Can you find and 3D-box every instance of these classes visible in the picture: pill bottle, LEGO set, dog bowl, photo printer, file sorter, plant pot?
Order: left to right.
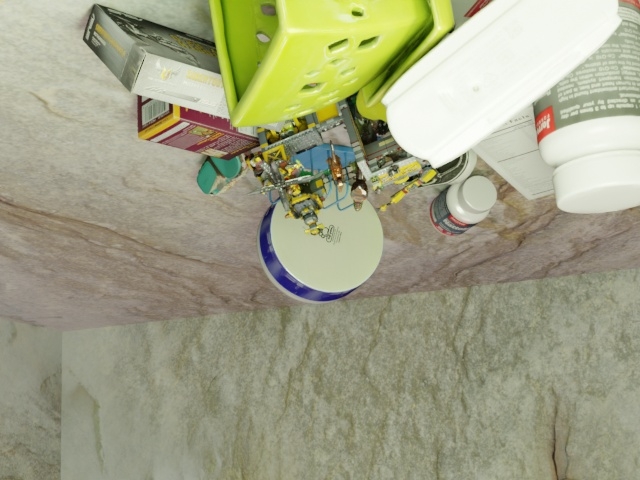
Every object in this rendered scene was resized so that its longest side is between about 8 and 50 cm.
[{"bbox_3d":[-0.008,-0.125,1.721,0.170,0.104,0.118,5,163,-29],"label":"file sorter"},{"bbox_3d":[0.000,0.000,1.893,0.265,0.264,0.104,2,162,-20],"label":"dog bowl"},{"bbox_3d":[0.008,-0.267,0.931,0.207,0.228,0.227,-5,165,-21],"label":"plant pot"},{"bbox_3d":[0.053,-0.105,1.393,0.332,0.192,0.255,-17,143,3],"label":"LEGO set"},{"bbox_3d":[0.326,-0.081,1.975,0.108,0.107,0.180,0,165,-14],"label":"pill bottle"},{"bbox_3d":[0.193,-0.188,0.986,0.256,0.107,0.307,-38,179,10],"label":"photo printer"},{"bbox_3d":[0.372,-0.190,1.185,0.161,0.283,0.161,-3,166,-1],"label":"pill bottle"}]

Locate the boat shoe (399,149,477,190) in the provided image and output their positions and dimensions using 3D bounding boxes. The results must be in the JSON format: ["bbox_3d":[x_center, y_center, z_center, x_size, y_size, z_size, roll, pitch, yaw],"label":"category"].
[{"bbox_3d":[0.226,-0.145,1.753,0.070,0.077,0.219,4,166,-31],"label":"boat shoe"}]

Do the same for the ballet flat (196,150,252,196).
[{"bbox_3d":[-0.174,-0.151,1.664,0.077,0.091,0.241,-31,-176,-27],"label":"ballet flat"}]

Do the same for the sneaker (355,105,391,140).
[{"bbox_3d":[0.082,-0.202,1.523,0.073,0.063,0.162,-7,166,26],"label":"sneaker"}]

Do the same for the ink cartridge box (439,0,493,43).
[{"bbox_3d":[0.230,-0.291,1.128,0.151,0.063,0.109,8,138,-38],"label":"ink cartridge box"}]

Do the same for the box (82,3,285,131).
[{"bbox_3d":[-0.174,-0.227,1.145,0.231,0.056,0.183,10,-156,-40],"label":"box"}]

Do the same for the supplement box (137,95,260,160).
[{"bbox_3d":[-0.193,-0.199,1.422,0.188,0.080,0.104,10,159,-44],"label":"supplement box"}]

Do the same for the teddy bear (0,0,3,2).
[{"bbox_3d":[-0.481,-0.286,0.945,0.338,0.113,0.245,-11,166,27],"label":"teddy bear"}]

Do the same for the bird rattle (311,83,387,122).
[{"bbox_3d":[0.063,-0.275,1.201,0.254,0.143,0.207,23,141,-35],"label":"bird rattle"}]

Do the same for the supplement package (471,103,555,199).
[{"bbox_3d":[0.332,-0.187,1.379,0.139,0.133,0.244,-17,146,35],"label":"supplement package"}]
